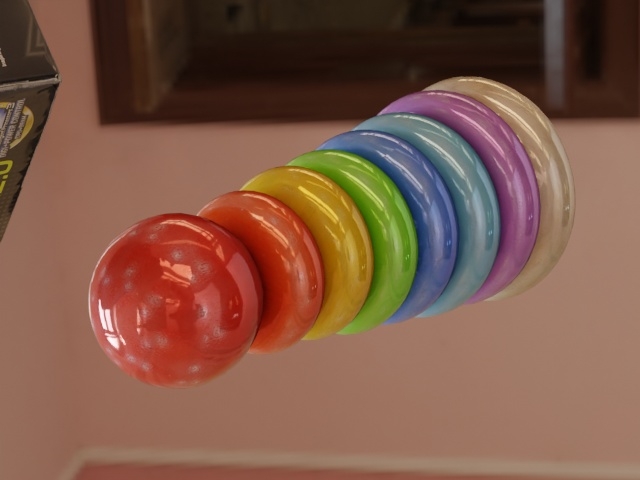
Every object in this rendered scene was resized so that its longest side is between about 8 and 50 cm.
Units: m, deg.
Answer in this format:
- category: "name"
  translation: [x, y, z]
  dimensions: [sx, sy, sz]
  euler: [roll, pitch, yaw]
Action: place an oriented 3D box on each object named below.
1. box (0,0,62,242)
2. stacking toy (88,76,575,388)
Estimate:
- category: "box"
  translation: [-0.220, -0.115, 0.875]
  dimensions: [0.060, 0.216, 0.270]
  euler: [-12, -116, -29]
- category: "stacking toy"
  translation: [0.000, 0.000, 1.008]
  dimensions: [0.141, 0.141, 0.330]
  euler: [12, -160, 39]
